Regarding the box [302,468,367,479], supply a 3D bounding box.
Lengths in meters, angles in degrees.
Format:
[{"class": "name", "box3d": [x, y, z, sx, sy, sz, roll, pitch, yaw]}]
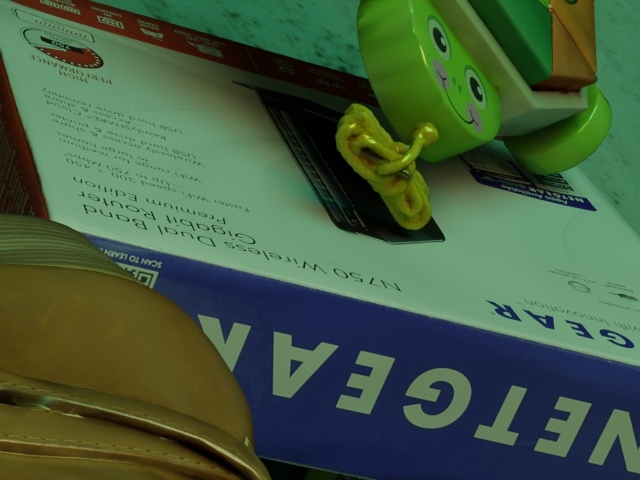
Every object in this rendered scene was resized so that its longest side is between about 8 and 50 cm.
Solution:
[{"class": "box", "box3d": [0.104, 0.118, 0.950, 0.232, 0.058, 0.087, 1, 39, -44]}]

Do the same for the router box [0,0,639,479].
[{"class": "router box", "box3d": [0.000, 0.000, 0.920, 0.335, 0.082, 0.301, 14, 21, -23]}]

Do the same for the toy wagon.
[{"class": "toy wagon", "box3d": [0.061, -0.149, 0.933, 0.267, 0.068, 0.344, 49, 31, -35]}]

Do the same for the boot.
[{"class": "boot", "box3d": [-0.150, 0.068, 0.448, 0.283, 0.109, 0.220, -3, 18, -18]}]
